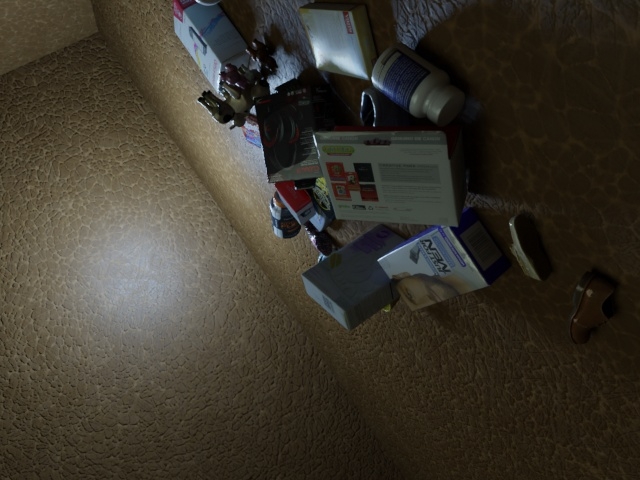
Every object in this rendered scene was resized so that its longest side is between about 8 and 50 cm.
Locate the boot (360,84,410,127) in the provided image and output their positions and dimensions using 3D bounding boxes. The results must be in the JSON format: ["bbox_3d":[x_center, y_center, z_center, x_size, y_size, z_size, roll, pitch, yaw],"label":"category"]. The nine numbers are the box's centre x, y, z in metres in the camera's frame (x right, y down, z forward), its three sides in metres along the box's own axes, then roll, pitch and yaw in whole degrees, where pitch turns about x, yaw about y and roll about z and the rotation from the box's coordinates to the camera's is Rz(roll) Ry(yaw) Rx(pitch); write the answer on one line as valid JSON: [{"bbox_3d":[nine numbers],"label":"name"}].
[{"bbox_3d":[0.154,-0.290,1.393,0.095,0.123,0.258,42,157,37],"label":"boot"}]

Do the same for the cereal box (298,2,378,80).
[{"bbox_3d":[0.047,-0.507,1.421,0.240,0.047,0.173,33,151,49],"label":"cereal box"}]

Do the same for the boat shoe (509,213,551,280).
[{"bbox_3d":[0.453,0.018,1.255,0.059,0.063,0.170,3,125,60],"label":"boat shoe"}]

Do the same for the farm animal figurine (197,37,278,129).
[{"bbox_3d":[-0.256,-0.473,1.846,0.172,0.330,0.327,41,160,-11],"label":"farm animal figurine"}]

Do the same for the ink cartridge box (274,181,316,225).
[{"bbox_3d":[-0.094,-0.157,2.067,0.134,0.078,0.231,51,175,16],"label":"ink cartridge box"}]

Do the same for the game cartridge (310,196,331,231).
[{"bbox_3d":[-0.023,-0.160,2.167,0.198,0.062,0.297,53,162,22],"label":"game cartridge"}]

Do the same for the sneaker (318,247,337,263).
[{"bbox_3d":[0.020,0.097,2.431,0.085,0.086,0.237,51,162,10],"label":"sneaker"}]

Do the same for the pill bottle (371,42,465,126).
[{"bbox_3d":[0.211,-0.329,1.204,0.187,0.112,0.112,45,158,26],"label":"pill bottle"}]

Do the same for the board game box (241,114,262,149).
[{"bbox_3d":[-0.256,-0.441,2.320,0.281,0.027,0.145,34,150,49],"label":"board game box"}]

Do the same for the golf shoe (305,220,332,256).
[{"bbox_3d":[0.000,0.000,2.352,0.186,0.067,0.086,59,172,33],"label":"golf shoe"}]

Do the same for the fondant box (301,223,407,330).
[{"bbox_3d":[0.141,0.105,1.753,0.238,0.330,0.096,36,150,46],"label":"fondant box"}]

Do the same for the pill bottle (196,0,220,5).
[{"bbox_3d":[-0.414,-0.875,1.808,0.264,0.146,0.146,45,159,31],"label":"pill bottle"}]

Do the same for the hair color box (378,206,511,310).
[{"bbox_3d":[0.317,0.060,1.503,0.185,0.110,0.339,56,151,1],"label":"hair color box"}]

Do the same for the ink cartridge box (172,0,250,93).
[{"bbox_3d":[-0.399,-0.728,2.038,0.306,0.131,0.226,56,161,5],"label":"ink cartridge box"}]

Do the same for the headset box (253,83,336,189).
[{"bbox_3d":[-0.063,-0.299,1.678,0.218,0.110,0.293,-1,103,35],"label":"headset box"}]

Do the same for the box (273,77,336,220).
[{"bbox_3d":[-0.022,-0.292,1.875,0.395,0.097,0.318,53,158,10],"label":"box"}]

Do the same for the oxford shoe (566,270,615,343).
[{"bbox_3d":[0.573,0.160,1.186,0.076,0.076,0.212,28,149,35],"label":"oxford shoe"}]

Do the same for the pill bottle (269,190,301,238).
[{"bbox_3d":[-0.151,-0.122,2.421,0.130,0.130,0.245,48,160,25],"label":"pill bottle"}]

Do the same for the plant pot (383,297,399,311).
[{"bbox_3d":[0.238,0.169,1.989,0.134,0.095,0.134,48,160,23],"label":"plant pot"}]

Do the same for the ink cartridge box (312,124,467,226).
[{"bbox_3d":[0.167,-0.177,1.302,0.310,0.130,0.271,5,138,23],"label":"ink cartridge box"}]
